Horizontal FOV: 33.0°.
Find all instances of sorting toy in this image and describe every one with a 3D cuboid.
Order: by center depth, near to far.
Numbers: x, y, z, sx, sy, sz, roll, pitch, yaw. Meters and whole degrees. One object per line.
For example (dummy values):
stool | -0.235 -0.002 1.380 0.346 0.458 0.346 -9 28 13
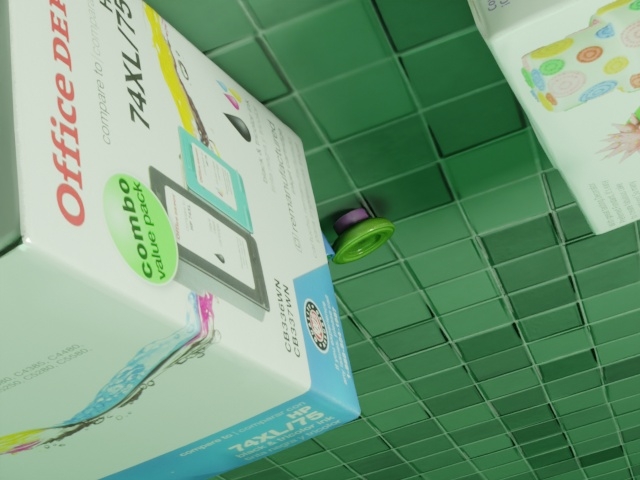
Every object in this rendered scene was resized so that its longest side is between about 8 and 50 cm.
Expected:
sorting toy | 0.000 0.000 0.777 0.102 0.042 0.061 -32 162 9

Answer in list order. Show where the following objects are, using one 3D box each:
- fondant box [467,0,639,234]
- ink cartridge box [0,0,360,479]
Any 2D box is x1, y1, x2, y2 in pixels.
fondant box | 0.261 -0.143 0.570 0.330 0.096 0.238 -23 149 16
ink cartridge box | -0.140 0.004 0.561 0.197 0.198 0.270 -24 149 20
